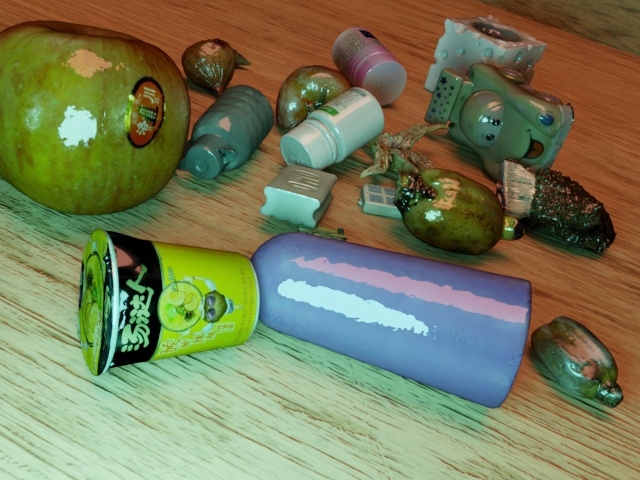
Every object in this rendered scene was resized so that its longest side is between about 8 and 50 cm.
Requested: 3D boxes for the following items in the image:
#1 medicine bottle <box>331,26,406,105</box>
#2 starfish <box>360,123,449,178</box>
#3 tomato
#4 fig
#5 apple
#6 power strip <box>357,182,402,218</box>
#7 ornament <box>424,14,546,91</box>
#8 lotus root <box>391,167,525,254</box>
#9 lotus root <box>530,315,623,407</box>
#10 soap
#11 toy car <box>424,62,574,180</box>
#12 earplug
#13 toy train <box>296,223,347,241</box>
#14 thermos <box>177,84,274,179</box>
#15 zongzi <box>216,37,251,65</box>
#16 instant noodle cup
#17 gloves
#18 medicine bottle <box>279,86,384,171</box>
[{"bbox_3d":[0.145,-0.530,1.997,0.152,0.152,0.254,-3,39,-24],"label":"medicine bottle"},{"bbox_3d":[0.207,-0.205,1.626,0.301,0.084,0.294,1,34,-8],"label":"starfish"},{"bbox_3d":[-0.012,-0.372,1.693,0.213,0.155,0.181,-5,29,-6],"label":"tomato"},{"bbox_3d":[-0.279,-0.443,1.769,0.146,0.134,0.201,-27,71,-8],"label":"fig"},{"bbox_3d":[-0.441,-0.225,1.230,0.400,0.334,0.400,11,17,-3],"label":"apple"},{"bbox_3d":[0.180,-0.083,1.503,0.192,0.035,0.081,9,36,-8],"label":"power strip"},{"bbox_3d":[0.523,-0.559,2.104,0.239,0.240,0.240,-18,47,-39],"label":"ornament"},{"bbox_3d":[0.288,-0.056,1.405,0.314,0.141,0.170,21,67,-6],"label":"lotus root"},{"bbox_3d":[0.456,0.214,1.158,0.113,0.088,0.192,-20,47,-18],"label":"lotus root"},{"bbox_3d":[-0.041,-0.097,1.373,0.119,0.067,0.198,16,22,6],"label":"soap"},{"bbox_3d":[0.466,-0.317,1.751,0.226,0.242,0.336,-2,37,-27],"label":"toy car"},{"bbox_3d":[0.095,0.107,1.074,0.455,0.215,0.215,16,35,6],"label":"earplug"},{"bbox_3d":[0.000,0.000,1.313,0.122,0.050,0.081,11,27,-5],"label":"toy train"},{"bbox_3d":[-0.226,-0.231,1.470,0.182,0.145,0.287,-8,29,23],"label":"thermos"},{"bbox_3d":[-0.290,-0.518,1.907,0.130,0.062,0.154,33,44,4],"label":"zongzi"},{"bbox_3d":[-0.228,0.091,0.991,0.236,0.216,0.216,3,36,-32],"label":"instant noodle cup"},{"bbox_3d":[0.561,-0.080,1.558,0.312,0.135,0.210,18,29,-1],"label":"gloves"},{"bbox_3d":[0.027,-0.252,1.549,0.237,0.139,0.139,-38,59,-25],"label":"medicine bottle"}]
